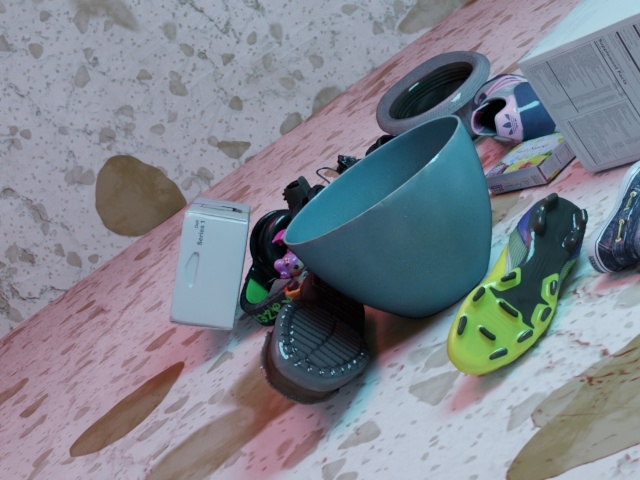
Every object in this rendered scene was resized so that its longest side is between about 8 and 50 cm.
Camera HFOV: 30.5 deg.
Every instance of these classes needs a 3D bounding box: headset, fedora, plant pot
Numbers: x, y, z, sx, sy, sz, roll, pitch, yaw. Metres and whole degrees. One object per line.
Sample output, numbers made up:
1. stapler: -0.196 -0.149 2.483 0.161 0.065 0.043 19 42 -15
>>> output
1. headset: 0.000 0.000 2.111 0.243 0.185 0.394 -28 31 47
2. fedora: 0.243 -0.255 2.297 0.244 0.124 0.275 -40 22 -8
3. plant pot: 0.121 -0.008 1.610 0.290 0.195 0.290 -33 14 9

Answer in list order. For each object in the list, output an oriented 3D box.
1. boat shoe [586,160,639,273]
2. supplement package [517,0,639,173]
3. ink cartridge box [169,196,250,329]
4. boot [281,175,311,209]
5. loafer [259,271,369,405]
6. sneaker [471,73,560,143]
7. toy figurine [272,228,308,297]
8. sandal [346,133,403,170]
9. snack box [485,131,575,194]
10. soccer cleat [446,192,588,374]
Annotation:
1. boat shoe: 0.382 -0.033 1.348 0.083 0.065 0.183 -15 31 53
2. supplement package: 0.454 -0.245 1.581 0.199 0.198 0.262 -44 15 -31
3. ink cartridge box: -0.198 0.037 2.151 0.117 0.201 0.278 8 7 -3
4. boot: -0.048 -0.052 2.308 0.198 0.137 0.077 -22 19 48
5. loafer: -0.013 0.155 1.603 0.130 0.134 0.366 -57 -2 14
6. sneaker: 0.301 -0.223 2.007 0.131 0.112 0.319 -15 8 -12
7. toy figurine: -0.020 0.055 1.829 0.130 0.159 0.173 -21 21 48
8. sandal: 0.159 -0.113 1.947 0.167 0.107 0.446 -3 14 -13
9. snack box: 0.329 -0.121 1.818 0.100 0.037 0.141 -41 14 -26
10. soccer cleat: 0.231 0.065 1.385 0.289 0.093 0.121 -51 -11 -35
